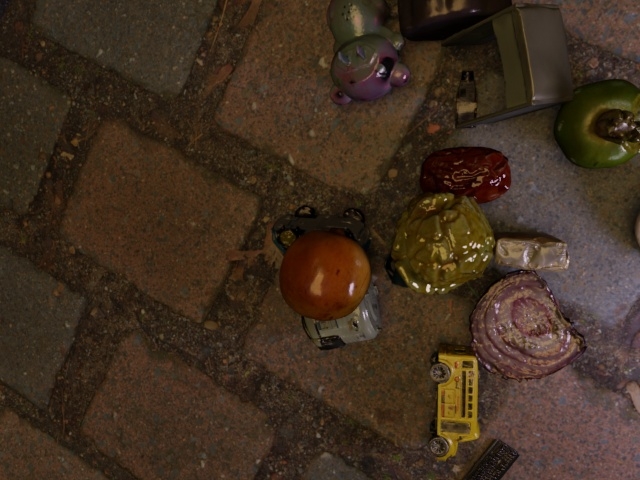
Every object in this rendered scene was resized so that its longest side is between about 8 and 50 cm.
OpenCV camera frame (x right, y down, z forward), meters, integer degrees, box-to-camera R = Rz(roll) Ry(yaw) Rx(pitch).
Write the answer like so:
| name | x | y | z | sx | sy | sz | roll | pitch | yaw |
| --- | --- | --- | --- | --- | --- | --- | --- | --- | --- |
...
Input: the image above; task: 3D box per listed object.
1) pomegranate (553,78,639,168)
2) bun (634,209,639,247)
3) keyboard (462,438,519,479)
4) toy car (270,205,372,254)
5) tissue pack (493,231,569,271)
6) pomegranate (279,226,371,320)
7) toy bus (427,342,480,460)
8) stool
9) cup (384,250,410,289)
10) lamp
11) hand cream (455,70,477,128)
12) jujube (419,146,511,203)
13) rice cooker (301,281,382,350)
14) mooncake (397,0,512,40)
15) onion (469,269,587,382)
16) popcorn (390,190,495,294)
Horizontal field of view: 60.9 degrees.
| name | x | y | z | sx | sy | sz | roll | pitch | yaw |
| --- | --- | --- | --- | --- | --- | --- | --- | --- | --- |
| pomegranate | 0.717 | -0.288 | 1.376 | 0.235 | 0.302 | 0.236 | 5 | 107 | 18 |
| bun | 0.972 | -0.050 | 1.406 | 0.263 | 0.175 | 0.263 | 28 | 142 | 25 |
| keyboard | 0.515 | 0.722 | 1.689 | 0.093 | 0.025 | 0.230 | 33 | 104 | 8 |
| toy car | 0.000 | 0.000 | 1.682 | 0.314 | 0.198 | 0.166 | 4 | 114 | 15 |
| tissue pack | 0.569 | 0.026 | 1.493 | 0.186 | 0.222 | 0.090 | 4 | 95 | 16 |
| pomegranate | 0.014 | 0.090 | 1.477 | 0.264 | 0.264 | 0.265 | 2 | 97 | 16 |
| toy bus | 0.401 | 0.487 | 1.634 | 0.152 | 0.144 | 0.331 | 1 | 94 | 13 |
| stool | 0.486 | -0.449 | 1.428 | 0.269 | 0.170 | 0.244 | -4 | 98 | 59 |
| cup | 0.277 | 0.062 | 1.644 | 0.176 | 0.131 | 0.155 | 17 | 97 | 39 |
| lamp | 0.115 | -0.556 | 1.553 | 0.247 | 0.247 | 0.301 | -10 | 88 | 21 |
| hand cream | 0.426 | -0.410 | 1.587 | 0.062 | 0.039 | 0.163 | 3 | 103 | 14 |
| jujube | 0.408 | -0.181 | 1.545 | 0.250 | 0.174 | 0.174 | -2 | 96 | 15 |
| rice cooker | 0.058 | 0.218 | 1.669 | 0.244 | 0.226 | 0.226 | -12 | 93 | 14 |
| mooncake | 0.356 | -0.638 | 1.457 | 0.305 | 0.306 | 0.154 | -4 | 95 | 16 |
| onion | 0.559 | 0.237 | 1.559 | 0.280 | 0.146 | 0.314 | -32 | 95 | 16 |
| popcorn | 0.331 | 0.009 | 1.449 | 0.282 | 0.282 | 0.247 | -26 | 55 | 17 |
